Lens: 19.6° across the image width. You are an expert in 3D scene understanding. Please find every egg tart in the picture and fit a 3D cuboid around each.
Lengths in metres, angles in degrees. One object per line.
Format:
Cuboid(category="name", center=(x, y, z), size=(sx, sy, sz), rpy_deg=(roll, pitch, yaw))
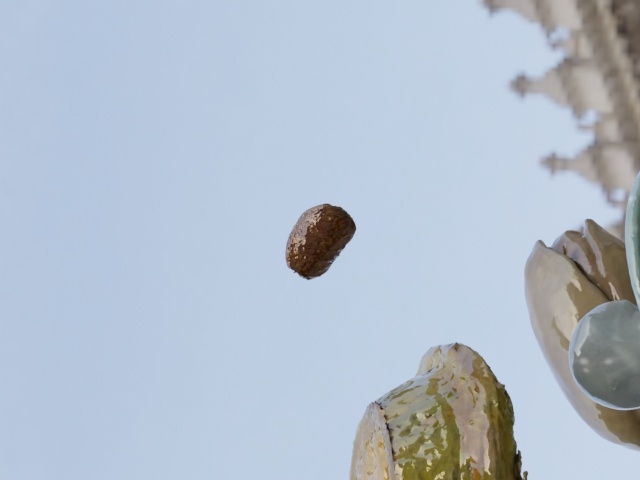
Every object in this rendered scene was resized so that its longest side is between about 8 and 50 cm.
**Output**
Cuboid(category="egg tart", center=(0.097, 0.221, 1.664), size=(0.118, 0.288, 0.288), rpy_deg=(1, -85, -11))

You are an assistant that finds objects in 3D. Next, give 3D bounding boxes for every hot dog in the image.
Cuboid(category="hot dog", center=(0.000, 0.000, 1.877), size=(0.058, 0.035, 0.083), rpy_deg=(31, -75, -23))

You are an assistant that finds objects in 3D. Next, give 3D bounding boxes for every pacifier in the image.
Cuboid(category="pacifier", center=(0.333, 0.087, 1.593), size=(0.343, 0.269, 0.288), rpy_deg=(21, -125, -37))

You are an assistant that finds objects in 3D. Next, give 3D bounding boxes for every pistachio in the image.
Cuboid(category="pistachio", center=(0.339, 0.117, 2.180), size=(0.162, 0.181, 0.293), rpy_deg=(-25, -107, -11))
